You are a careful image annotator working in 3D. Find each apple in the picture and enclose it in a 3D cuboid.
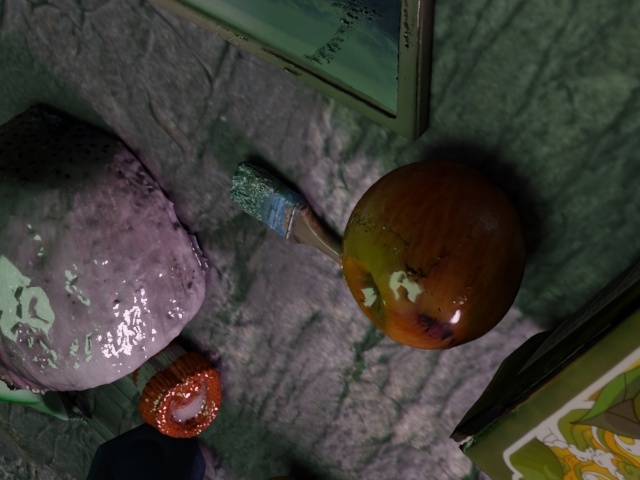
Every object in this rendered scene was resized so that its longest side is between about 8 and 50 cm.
[{"bbox_3d":[0.081,0.014,1.013,0.146,0.146,0.146,31,148,23],"label":"apple"}]

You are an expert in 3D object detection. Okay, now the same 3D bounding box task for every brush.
[{"bbox_3d":[0.000,0.000,1.205,0.196,0.021,0.070,37,151,13],"label":"brush"}]

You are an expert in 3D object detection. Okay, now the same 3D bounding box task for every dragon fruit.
[{"bbox_3d":[-0.286,0.012,1.395,0.283,0.204,0.221,20,141,36],"label":"dragon fruit"}]

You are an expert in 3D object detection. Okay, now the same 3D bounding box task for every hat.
[{"bbox_3d":[-0.189,0.146,1.580,0.162,0.093,0.112,45,146,40],"label":"hat"}]

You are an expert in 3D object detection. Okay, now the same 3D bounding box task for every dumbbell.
[{"bbox_3d":[-0.193,0.390,1.806,0.144,0.156,0.316,-123,12,-50],"label":"dumbbell"}]

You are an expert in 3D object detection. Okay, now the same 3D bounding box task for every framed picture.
[{"bbox_3d":[-0.059,-0.231,0.993,0.335,0.022,0.247,30,147,23],"label":"framed picture"}]

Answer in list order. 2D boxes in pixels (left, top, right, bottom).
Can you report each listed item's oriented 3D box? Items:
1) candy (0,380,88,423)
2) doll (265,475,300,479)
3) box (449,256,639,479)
[{"bbox_3d":[-0.444,0.129,1.788,0.263,0.172,0.398,41,163,16],"label":"candy"},{"bbox_3d":[0.000,0.376,1.537,0.269,0.162,0.167,19,122,21],"label":"doll"},{"bbox_3d":[0.331,0.176,0.892,0.420,0.138,0.373,42,149,4],"label":"box"}]
